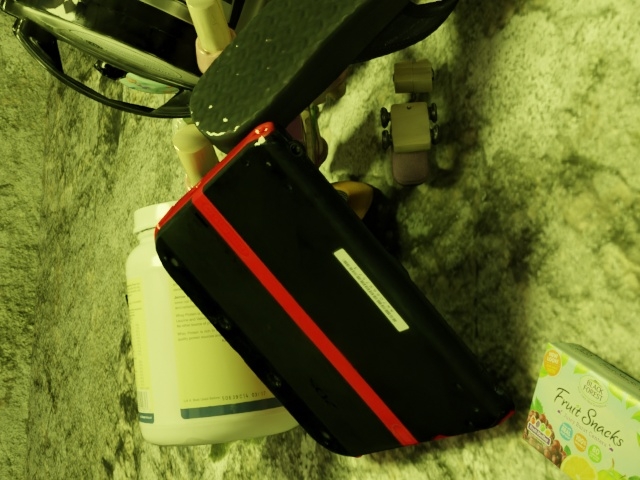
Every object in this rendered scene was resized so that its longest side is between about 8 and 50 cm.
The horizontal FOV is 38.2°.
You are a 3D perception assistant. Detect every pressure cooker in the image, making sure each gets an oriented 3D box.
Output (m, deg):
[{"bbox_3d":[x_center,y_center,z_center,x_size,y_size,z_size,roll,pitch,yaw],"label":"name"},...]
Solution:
[{"bbox_3d":[-0.241,-0.396,1.368,0.370,0.375,0.420,25,94,23],"label":"pressure cooker"}]

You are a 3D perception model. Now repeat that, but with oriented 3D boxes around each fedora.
[{"bbox_3d":[0.000,0.000,1.198,0.079,0.194,0.194,60,163,-25],"label":"fedora"}]

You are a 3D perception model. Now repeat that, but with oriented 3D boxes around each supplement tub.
[{"bbox_3d":[-0.151,0.112,1.311,0.235,0.235,0.325,-15,80,61],"label":"supplement tub"}]

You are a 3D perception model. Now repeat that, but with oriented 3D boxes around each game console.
[{"bbox_3d":[-0.005,0.078,1.031,0.386,0.060,0.342,49,143,-6],"label":"game console"}]

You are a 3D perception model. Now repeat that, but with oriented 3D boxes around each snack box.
[{"bbox_3d":[0.242,0.162,0.803,0.141,0.037,0.100,35,117,58],"label":"snack box"}]

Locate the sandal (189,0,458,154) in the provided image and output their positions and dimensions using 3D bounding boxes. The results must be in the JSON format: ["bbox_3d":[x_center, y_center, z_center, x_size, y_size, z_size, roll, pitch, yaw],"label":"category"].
[{"bbox_3d":[0.049,-0.255,1.002,0.446,0.107,0.167,-41,47,8],"label":"sandal"}]

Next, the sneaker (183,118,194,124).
[{"bbox_3d":[-0.277,-0.314,1.773,0.064,0.086,0.192,-27,63,43],"label":"sneaker"}]

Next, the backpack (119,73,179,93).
[{"bbox_3d":[-0.277,-0.393,1.651,0.191,0.225,0.254,-173,83,-67],"label":"backpack"}]

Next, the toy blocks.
[{"bbox_3d":[-0.009,-0.147,1.179,0.260,0.309,0.289,76,-168,-58],"label":"toy blocks"}]

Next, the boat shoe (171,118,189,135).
[{"bbox_3d":[-0.270,-0.244,1.822,0.035,0.035,0.100,155,121,-62],"label":"boat shoe"}]

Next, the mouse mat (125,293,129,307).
[{"bbox_3d":[-0.248,0.169,1.586,0.007,0.189,0.152,-49,39,11],"label":"mouse mat"}]
